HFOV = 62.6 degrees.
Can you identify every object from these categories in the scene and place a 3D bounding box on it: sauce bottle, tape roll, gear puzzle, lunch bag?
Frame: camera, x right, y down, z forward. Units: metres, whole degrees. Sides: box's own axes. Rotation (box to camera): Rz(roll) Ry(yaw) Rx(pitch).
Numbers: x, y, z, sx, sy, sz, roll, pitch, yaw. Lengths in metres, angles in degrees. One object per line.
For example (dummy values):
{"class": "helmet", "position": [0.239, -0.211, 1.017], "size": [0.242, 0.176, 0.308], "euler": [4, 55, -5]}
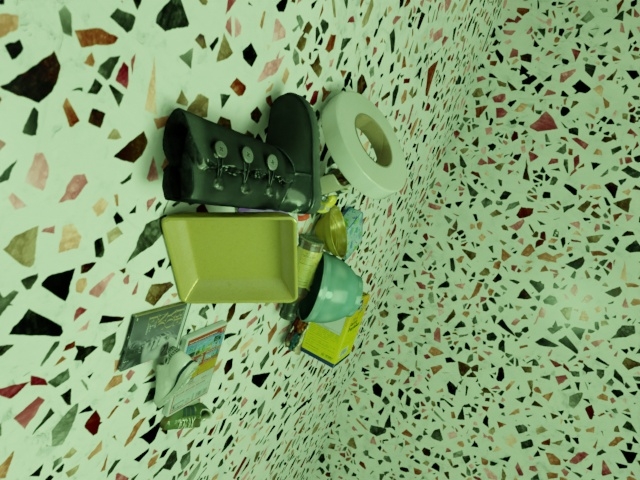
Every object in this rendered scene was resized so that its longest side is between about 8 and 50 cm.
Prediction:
{"class": "sauce bottle", "position": [-0.083, 0.149, 2.058], "size": [0.111, 0.112, 0.344], "euler": [-16, 128, -63]}
{"class": "tape roll", "position": [0.157, -0.329, 1.808], "size": [0.072, 0.391, 0.392], "euler": [-26, -176, 36]}
{"class": "gear puzzle", "position": [-0.067, 0.317, 2.284], "size": [0.338, 0.044, 0.175], "euler": [-62, -168, -9]}
{"class": "lunch bag", "position": [0.124, -0.033, 2.363], "size": [0.176, 0.090, 0.218], "euler": [-50, 153, -32]}

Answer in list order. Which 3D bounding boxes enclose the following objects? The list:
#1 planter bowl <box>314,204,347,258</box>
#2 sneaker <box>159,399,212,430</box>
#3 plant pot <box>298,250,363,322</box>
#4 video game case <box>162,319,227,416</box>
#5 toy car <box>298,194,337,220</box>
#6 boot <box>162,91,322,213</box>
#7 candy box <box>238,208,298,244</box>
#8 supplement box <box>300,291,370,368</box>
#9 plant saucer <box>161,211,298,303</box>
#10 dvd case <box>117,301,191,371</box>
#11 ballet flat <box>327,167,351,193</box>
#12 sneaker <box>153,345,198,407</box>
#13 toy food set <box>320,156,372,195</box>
{"class": "planter bowl", "position": [0.034, -0.029, 2.114], "size": [0.217, 0.091, 0.217], "euler": [-8, 90, -71]}
{"class": "sneaker", "position": [-0.433, 0.587, 1.736], "size": [0.192, 0.086, 0.064], "euler": [-6, 119, -65]}
{"class": "plant pot", "position": [0.051, 0.204, 2.117], "size": [0.293, 0.196, 0.292], "euler": [-164, -90, -76]}
{"class": "video game case", "position": [-0.404, 0.410, 1.703], "size": [0.204, 0.025, 0.285], "euler": [-14, 126, -63]}
{"class": "toy car", "position": [-0.081, -0.094, 1.765], "size": [0.225, 0.239, 0.053], "euler": [-12, 87, -36]}
{"class": "boot", "position": [-0.193, -0.250, 1.325], "size": [0.445, 0.146, 0.366], "euler": [2, 72, -47]}
{"class": "candy box", "position": [-0.155, -0.055, 1.586], "size": [0.196, 0.165, 0.070], "euler": [89, 20, -46]}
{"class": "supplement box", "position": [0.072, 0.399, 2.554], "size": [0.195, 0.194, 0.356], "euler": [-17, 128, -62]}
{"class": "plant saucer", "position": [-0.228, 0.036, 1.415], "size": [0.332, 0.333, 0.080], "euler": [92, -3, -45]}
{"class": "dvd case", "position": [-0.450, 0.258, 1.445], "size": [0.221, 0.018, 0.164], "euler": [-10, 122, -65]}
{"class": "ballet flat", "position": [0.083, -0.226, 2.097], "size": [0.074, 0.074, 0.203], "euler": [-63, 159, -7]}
{"class": "sneaker", "position": [-0.439, 0.398, 1.535], "size": [0.235, 0.095, 0.090], "euler": [-53, 175, 30]}
{"class": "toy food set", "position": [0.030, -0.219, 1.827], "size": [0.306, 0.220, 0.092], "euler": [-34, 105, -54]}
